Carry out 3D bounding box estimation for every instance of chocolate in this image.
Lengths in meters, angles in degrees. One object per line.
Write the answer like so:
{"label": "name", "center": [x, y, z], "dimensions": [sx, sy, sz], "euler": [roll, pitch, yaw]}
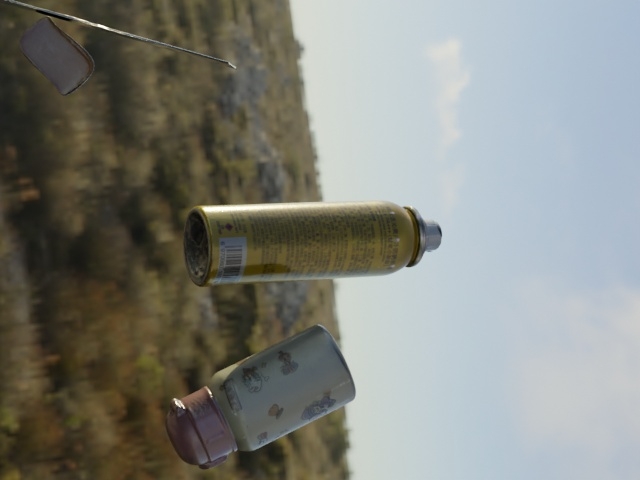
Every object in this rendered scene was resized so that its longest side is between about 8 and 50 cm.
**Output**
{"label": "chocolate", "center": [-0.343, -0.236, 1.754], "dimensions": [0.100, 0.064, 0.031], "euler": [42, -15, -3]}

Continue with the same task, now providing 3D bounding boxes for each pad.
{"label": "pad", "center": [-0.190, -0.183, 1.166], "dimensions": [0.163, 0.243, 0.004], "euler": [-111, -143, -84]}

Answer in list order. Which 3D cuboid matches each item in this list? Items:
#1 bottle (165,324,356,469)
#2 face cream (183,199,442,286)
{"label": "bottle", "center": [-0.079, 0.200, 1.681], "dimensions": [0.110, 0.233, 0.110], "euler": [59, -14, 23]}
{"label": "face cream", "center": [0.000, 0.000, 1.772], "dimensions": [0.105, 0.348, 0.105], "euler": [177, -90, -65]}
